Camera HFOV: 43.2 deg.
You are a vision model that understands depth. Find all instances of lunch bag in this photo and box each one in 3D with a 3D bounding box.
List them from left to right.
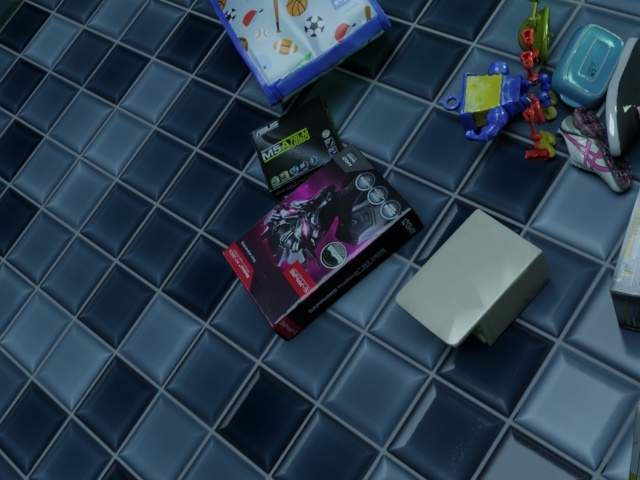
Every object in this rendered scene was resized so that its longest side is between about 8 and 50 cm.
[{"bbox_3d":[-0.048,-0.507,1.863,0.327,0.239,0.385,-34,49,5],"label":"lunch bag"}]

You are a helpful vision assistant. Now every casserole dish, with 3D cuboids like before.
[{"bbox_3d":[0.531,-0.347,1.586,0.114,0.037,0.188,29,77,2],"label":"casserole dish"}]

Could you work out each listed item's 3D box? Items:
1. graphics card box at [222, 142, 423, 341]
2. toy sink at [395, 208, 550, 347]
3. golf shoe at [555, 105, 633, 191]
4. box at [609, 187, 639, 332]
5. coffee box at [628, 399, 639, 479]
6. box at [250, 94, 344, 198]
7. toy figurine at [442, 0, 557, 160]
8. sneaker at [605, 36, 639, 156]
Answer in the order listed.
[{"bbox_3d":[0.000,0.000,1.671,0.371,0.094,0.233,-39,55,3],"label":"graphics card box"},{"bbox_3d":[0.277,0.091,1.468,0.234,0.131,0.153,-47,55,-8],"label":"toy sink"},{"bbox_3d":[0.517,-0.160,1.525,0.086,0.067,0.186,-51,55,43],"label":"golf shoe"},{"bbox_3d":[0.545,0.018,1.341,0.056,0.183,0.231,13,73,31],"label":"box"},{"bbox_3d":[0.629,0.234,1.049,0.338,0.334,0.338,20,56,32],"label":"coffee box"},{"bbox_3d":[-0.050,-0.213,1.830,0.190,0.045,0.184,-26,59,12],"label":"box"},{"bbox_3d":[0.343,-0.325,1.616,0.217,0.191,0.363,-6,62,29],"label":"toy figurine"},{"bbox_3d":[0.612,-0.268,1.473,0.146,0.105,0.296,7,53,31],"label":"sneaker"}]
